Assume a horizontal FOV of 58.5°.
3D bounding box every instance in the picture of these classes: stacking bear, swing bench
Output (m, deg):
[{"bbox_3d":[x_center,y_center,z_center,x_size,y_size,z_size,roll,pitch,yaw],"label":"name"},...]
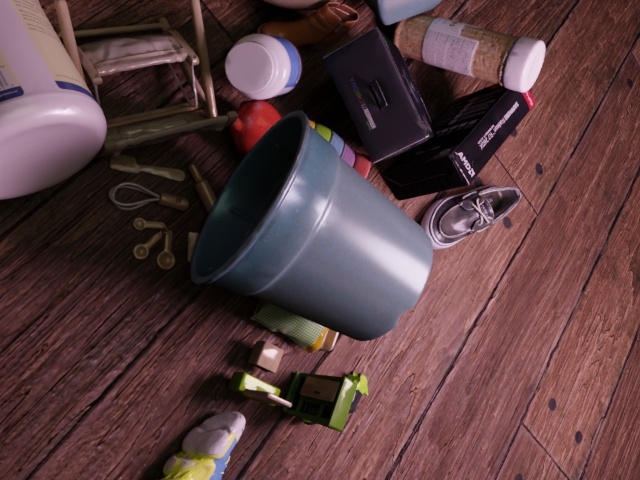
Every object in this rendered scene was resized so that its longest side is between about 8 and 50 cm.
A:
[{"bbox_3d":[-0.056,-0.184,1.191,0.289,0.164,0.175,31,43,-15],"label":"stacking bear"},{"bbox_3d":[-0.325,-0.291,1.029,0.253,0.165,0.254,-22,100,-35],"label":"swing bench"}]

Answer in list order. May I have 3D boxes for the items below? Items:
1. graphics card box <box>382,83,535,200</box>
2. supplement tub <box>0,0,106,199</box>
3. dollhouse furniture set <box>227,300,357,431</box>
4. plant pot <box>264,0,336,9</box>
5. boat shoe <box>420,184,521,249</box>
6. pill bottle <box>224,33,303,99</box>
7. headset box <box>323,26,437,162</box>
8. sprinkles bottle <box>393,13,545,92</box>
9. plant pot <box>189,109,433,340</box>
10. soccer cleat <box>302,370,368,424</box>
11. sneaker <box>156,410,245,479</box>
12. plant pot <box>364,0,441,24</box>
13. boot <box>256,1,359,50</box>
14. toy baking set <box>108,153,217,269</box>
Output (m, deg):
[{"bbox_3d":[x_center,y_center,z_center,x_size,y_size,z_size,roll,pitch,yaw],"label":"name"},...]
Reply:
[{"bbox_3d":[0.346,-0.254,1.420,0.371,0.233,0.094,-45,111,-31],"label":"graphics card box"},{"bbox_3d":[-0.491,-0.249,0.837,0.236,0.235,0.324,-26,81,-34],"label":"supplement tub"},{"bbox_3d":[-0.023,0.190,1.137,0.198,0.151,0.301,35,64,-32],"label":"dollhouse furniture set"},{"bbox_3d":[-0.033,-0.613,1.229,0.191,0.284,0.283,27,67,-51],"label":"plant pot"},{"bbox_3d":[0.397,-0.081,1.492,0.335,0.119,0.121,-30,99,-33],"label":"boat shoe"},{"bbox_3d":[-0.112,-0.345,1.133,0.124,0.124,0.221,60,15,-11],"label":"pill bottle"},{"bbox_3d":[0.141,-0.312,1.263,0.246,0.131,0.283,65,19,-2],"label":"headset box"},{"bbox_3d":[0.354,-0.467,1.396,0.121,0.356,0.121,-39,144,-37],"label":"sprinkles bottle"},{"bbox_3d":[0.000,0.000,1.036,0.334,0.341,0.340,31,66,-23],"label":"plant pot"},{"bbox_3d":[0.038,0.351,1.224,0.179,0.060,0.072,-29,111,-34],"label":"soccer cleat"},{"bbox_3d":[-0.216,0.427,1.038,0.240,0.091,0.126,-40,123,-32],"label":"sneaker"},{"bbox_3d":[0.183,-0.665,1.337,0.248,0.252,0.247,-23,61,-9],"label":"plant pot"},{"bbox_3d":[-0.027,-0.476,1.257,0.197,0.152,0.072,-12,89,-34],"label":"boot"},{"bbox_3d":[-0.287,-0.063,1.090,0.197,0.030,0.256,-25,96,-33],"label":"toy baking set"}]
